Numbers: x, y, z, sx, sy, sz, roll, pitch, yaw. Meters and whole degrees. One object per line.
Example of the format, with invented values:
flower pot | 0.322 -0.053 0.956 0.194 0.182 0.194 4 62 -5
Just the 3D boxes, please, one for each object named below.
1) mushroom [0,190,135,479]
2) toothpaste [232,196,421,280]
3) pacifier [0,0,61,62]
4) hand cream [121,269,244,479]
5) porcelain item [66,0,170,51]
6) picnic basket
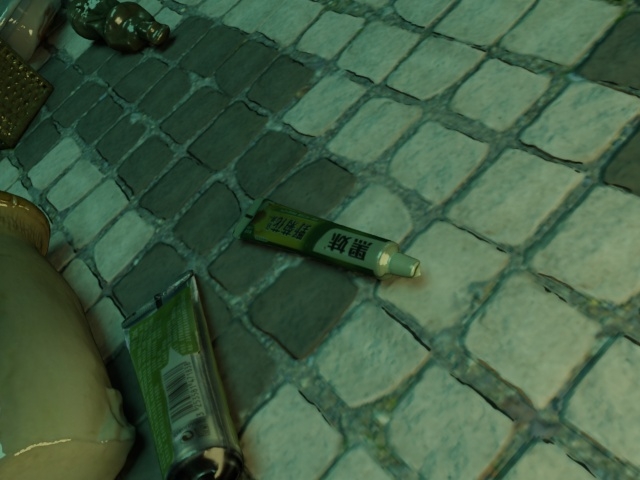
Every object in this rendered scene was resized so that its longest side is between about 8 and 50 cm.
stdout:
mushroom | -0.282 0.098 0.577 0.154 0.138 0.407 -41 50 13
toothpaste | 0.000 0.000 0.540 0.204 0.031 0.049 18 68 43
pacifier | -0.573 -0.410 1.097 0.228 0.207 0.278 -20 46 42
hand cream | -0.112 0.112 0.520 0.086 0.055 0.235 -36 38 0
porcelain item | -0.296 -0.320 0.954 0.216 0.069 0.081 30 71 38
picnic basket | -0.543 -0.240 0.950 0.154 0.196 0.134 1 59 34
